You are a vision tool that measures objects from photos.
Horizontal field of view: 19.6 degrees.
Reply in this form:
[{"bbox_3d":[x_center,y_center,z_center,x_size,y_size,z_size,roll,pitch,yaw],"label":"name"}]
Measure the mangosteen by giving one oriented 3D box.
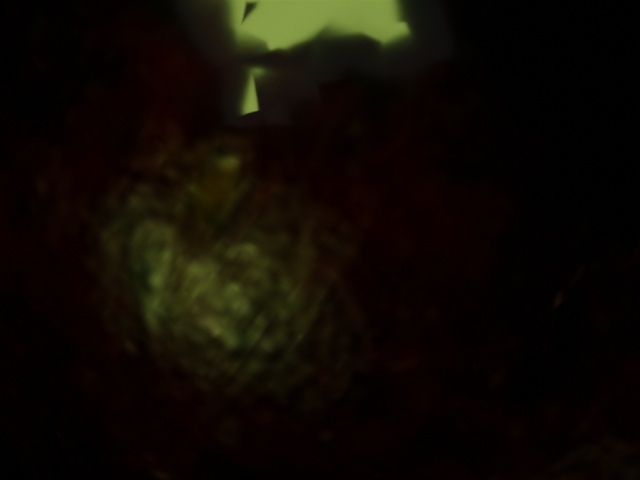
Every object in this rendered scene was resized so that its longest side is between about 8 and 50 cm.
[{"bbox_3d":[0.000,0.000,0.500,0.307,0.307,0.347,30,98,33],"label":"mangosteen"}]
